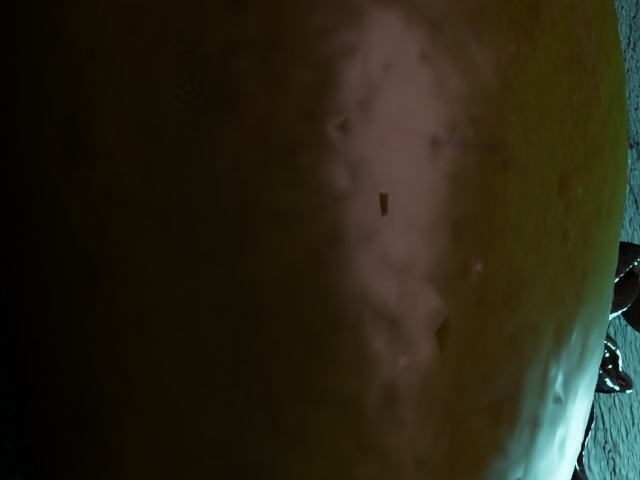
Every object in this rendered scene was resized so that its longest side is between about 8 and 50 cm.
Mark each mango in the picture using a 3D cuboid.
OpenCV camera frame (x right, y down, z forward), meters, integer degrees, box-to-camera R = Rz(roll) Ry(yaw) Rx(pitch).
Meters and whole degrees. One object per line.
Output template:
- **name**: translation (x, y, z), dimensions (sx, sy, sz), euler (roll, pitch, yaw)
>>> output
- **mango**: translation (0.000, 0.000, 0.451), dimensions (0.301, 0.221, 0.445), euler (32, 57, -53)

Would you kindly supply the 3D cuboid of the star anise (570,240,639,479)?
- **star anise**: translation (0.131, 0.051, 0.753), dimensions (0.223, 0.109, 0.236), euler (0, 96, -50)

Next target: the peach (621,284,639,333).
- **peach**: translation (0.314, 0.052, 1.072), dimensions (0.083, 0.083, 0.083), euler (27, 58, -52)
